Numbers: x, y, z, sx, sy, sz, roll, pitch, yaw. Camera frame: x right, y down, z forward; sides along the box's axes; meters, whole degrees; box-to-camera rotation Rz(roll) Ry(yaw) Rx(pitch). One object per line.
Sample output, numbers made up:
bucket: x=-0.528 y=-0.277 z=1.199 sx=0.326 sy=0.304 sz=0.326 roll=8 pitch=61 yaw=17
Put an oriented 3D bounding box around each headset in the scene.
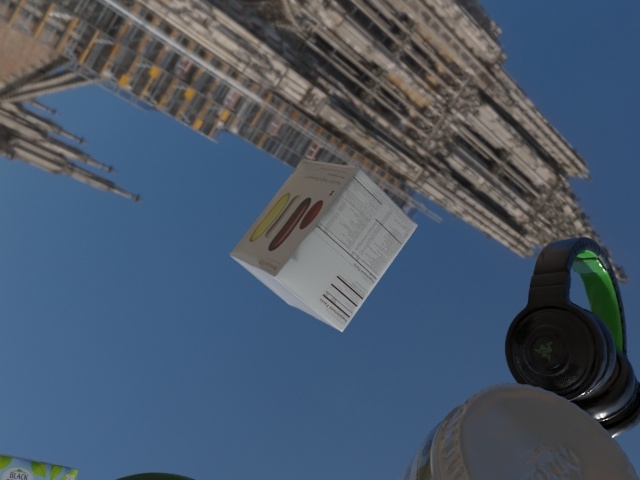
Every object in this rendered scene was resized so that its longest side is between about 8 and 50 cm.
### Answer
headset: x=0.323 y=0.184 z=1.026 sx=0.185 sy=0.243 sz=0.394 roll=-11 pitch=-131 yaw=38

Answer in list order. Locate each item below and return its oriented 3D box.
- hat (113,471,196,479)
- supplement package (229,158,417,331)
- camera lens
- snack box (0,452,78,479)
hat: x=-0.141 y=0.317 z=0.623 sx=0.208 sy=0.184 sz=0.173 roll=6 pitch=-143 yaw=34
supplement package: x=0.000 y=0.000 z=1.176 sx=0.203 sy=0.149 sz=0.194 roll=-54 pitch=-153 yaw=-10
camera lens: x=0.174 y=0.310 z=0.785 sx=0.219 sy=0.219 sz=0.274 roll=62 pitch=-38 yaw=39
snack box: x=-0.416 y=0.353 z=0.932 sx=0.070 sy=0.207 sz=0.175 roll=-1 pitch=-113 yaw=27
